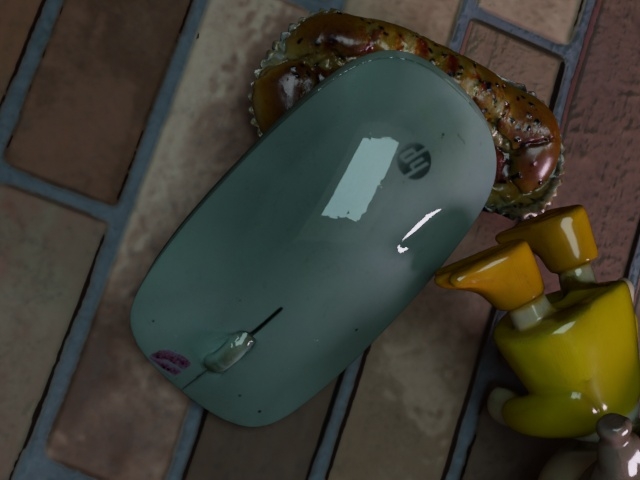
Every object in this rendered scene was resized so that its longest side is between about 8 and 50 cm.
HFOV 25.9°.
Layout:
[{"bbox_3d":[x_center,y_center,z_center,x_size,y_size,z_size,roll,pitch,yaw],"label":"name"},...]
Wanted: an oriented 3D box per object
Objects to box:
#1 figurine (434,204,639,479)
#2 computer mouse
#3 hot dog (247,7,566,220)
[{"bbox_3d":[0.205,0.150,0.981,0.215,0.187,0.344,-27,91,-29],"label":"figurine"},{"bbox_3d":[0.002,0.001,0.963,0.159,0.097,0.288,42,87,-18],"label":"computer mouse"},{"bbox_3d":[0.069,-0.090,1.047,0.252,0.069,0.131,18,83,-13],"label":"hot dog"}]
